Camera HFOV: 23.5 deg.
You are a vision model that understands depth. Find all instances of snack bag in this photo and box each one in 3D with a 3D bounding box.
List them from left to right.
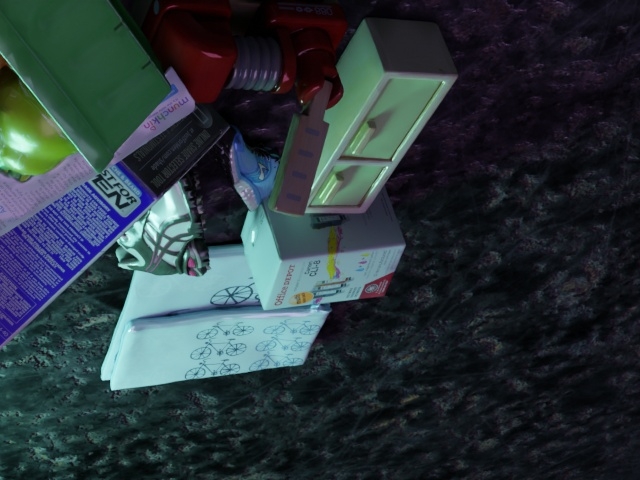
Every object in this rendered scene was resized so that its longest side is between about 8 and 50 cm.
[{"bbox_3d":[-0.132,0.104,2.212,0.323,0.037,0.342,-4,146,-22],"label":"snack bag"}]

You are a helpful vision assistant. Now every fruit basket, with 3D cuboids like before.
[{"bbox_3d":[-0.341,-0.147,1.462,0.353,0.165,0.327,-29,131,8],"label":"fruit basket"}]

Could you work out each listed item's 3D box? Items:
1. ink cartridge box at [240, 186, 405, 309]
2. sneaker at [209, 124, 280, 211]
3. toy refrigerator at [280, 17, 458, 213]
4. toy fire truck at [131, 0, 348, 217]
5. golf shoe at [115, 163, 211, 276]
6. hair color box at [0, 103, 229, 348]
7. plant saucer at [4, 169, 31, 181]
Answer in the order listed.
[{"bbox_3d":[0.000,0.000,2.028,0.176,0.127,0.128,-6,147,-18],"label":"ink cartridge box"},{"bbox_3d":[-0.089,-0.103,1.902,0.073,0.063,0.162,-36,154,-5],"label":"sneaker"},{"bbox_3d":[0.055,-0.142,1.865,0.102,0.094,0.269,0,145,-29],"label":"toy refrigerator"},{"bbox_3d":[-0.073,-0.167,1.609,0.217,0.246,0.158,0,144,-28],"label":"toy fire truck"},{"bbox_3d":[-0.200,-0.032,1.900,0.120,0.105,0.273,-7,147,-6],"label":"golf shoe"},{"bbox_3d":[-0.269,-0.035,1.743,0.339,0.110,0.185,-38,-171,36],"label":"hair color box"},{"bbox_3d":[-0.457,-0.084,1.617,0.332,0.081,0.332,27,128,-31],"label":"plant saucer"}]
